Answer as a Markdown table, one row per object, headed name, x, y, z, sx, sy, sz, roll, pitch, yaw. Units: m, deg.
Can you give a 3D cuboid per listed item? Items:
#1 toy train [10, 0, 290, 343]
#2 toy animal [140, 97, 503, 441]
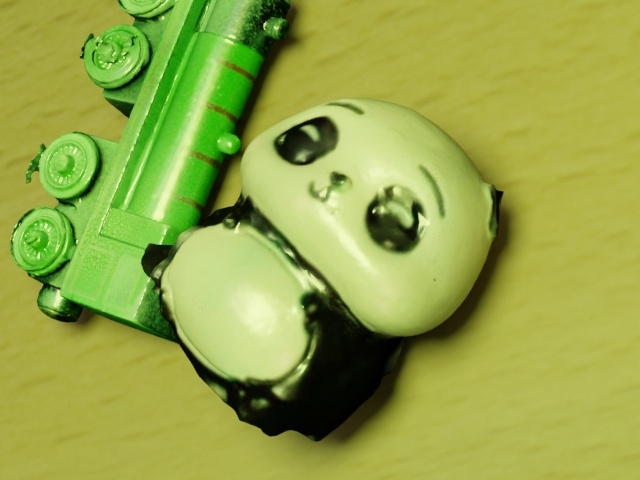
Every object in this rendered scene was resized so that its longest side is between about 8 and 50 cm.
| name | x | y | z | sx | sy | sz | roll | pitch | yaw |
| --- | --- | --- | --- | --- | --- | --- | --- | --- | --- |
| toy train | -0.098 | -0.062 | 1.193 | 0.119 | 0.085 | 0.251 | 18 | 82 | 32 |
| toy animal | 0.000 | 0.000 | 1.058 | 0.179 | 0.138 | 0.166 | -47 | 69 | 15 |
